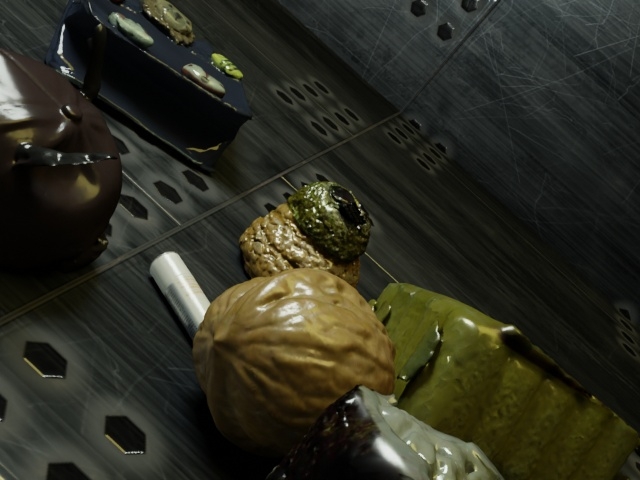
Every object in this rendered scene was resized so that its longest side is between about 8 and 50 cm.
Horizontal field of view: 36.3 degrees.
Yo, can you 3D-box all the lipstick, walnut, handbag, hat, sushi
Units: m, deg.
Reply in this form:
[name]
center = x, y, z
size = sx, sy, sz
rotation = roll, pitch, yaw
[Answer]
[lipstick]
center = -0.143, 0.075, 1.090
size = 0.040, 0.040, 0.141
rotation = 12, 36, -54
[walnut]
center = -0.029, 0.124, 0.982
size = 0.213, 0.213, 0.213
rotation = 36, 20, -15
[handbag]
center = -0.258, -0.283, 1.524
size = 0.303, 0.122, 0.329
rotation = 33, 20, -22
[hat]
center = -0.318, -0.128, 0.949
size = 0.336, 0.209, 0.238
rotation = 36, 23, -12
[sushi]
center = 0.091, 0.286, 0.857
size = 0.348, 0.207, 0.234
rotation = 43, 7, -13

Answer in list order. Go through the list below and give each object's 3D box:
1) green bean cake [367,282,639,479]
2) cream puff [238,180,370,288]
[green bean cake]
center = 0.175, 0.210, 1.141
size = 0.310, 0.202, 0.285
rotation = 36, -6, -16
[cream puff]
center = 0.000, 0.000, 1.325
size = 0.183, 0.169, 0.183
rotation = 37, 19, -16
